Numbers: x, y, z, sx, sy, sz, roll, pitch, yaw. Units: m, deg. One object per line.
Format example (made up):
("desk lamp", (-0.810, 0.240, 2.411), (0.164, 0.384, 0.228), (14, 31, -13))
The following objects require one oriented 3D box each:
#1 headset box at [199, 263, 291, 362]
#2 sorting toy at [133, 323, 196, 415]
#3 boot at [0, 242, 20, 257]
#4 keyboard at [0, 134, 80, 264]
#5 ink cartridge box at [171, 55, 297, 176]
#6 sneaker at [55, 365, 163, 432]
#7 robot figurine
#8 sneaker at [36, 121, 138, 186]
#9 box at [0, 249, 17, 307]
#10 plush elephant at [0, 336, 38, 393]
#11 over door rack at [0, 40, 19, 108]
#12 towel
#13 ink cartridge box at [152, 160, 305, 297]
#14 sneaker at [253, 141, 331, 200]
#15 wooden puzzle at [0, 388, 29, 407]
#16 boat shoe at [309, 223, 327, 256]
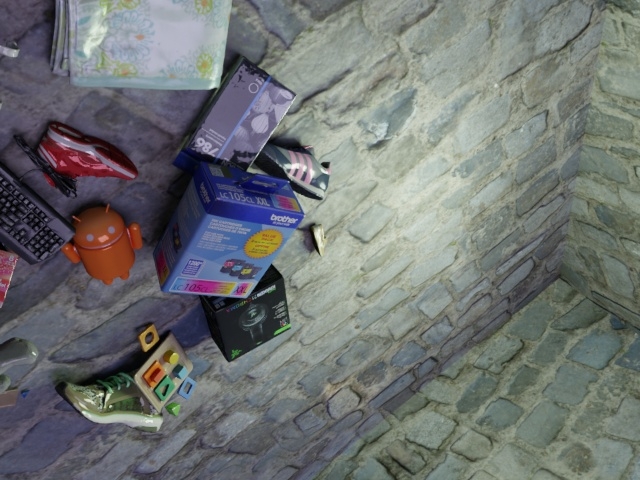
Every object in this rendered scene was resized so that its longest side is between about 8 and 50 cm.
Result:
("headset box", (-0.240, 0.228, 1.876), (0.246, 0.131, 0.283), (-26, 138, -22))
("sorting toy", (-0.476, 0.411, 1.800), (0.196, 0.047, 0.348), (-57, 142, -37))
("boot", (-0.696, -0.067, 1.273), (0.106, 0.082, 0.219), (-48, 139, -43))
("keyboard", (-0.639, -0.112, 1.202), (0.201, 0.033, 0.317), (-48, 121, -13))
("ink cartridge box", (-0.219, -0.278, 1.461), (0.165, 0.065, 0.333), (29, 103, -25))
("sneaker", (-0.613, 0.452, 1.758), (0.410, 0.158, 0.182), (40, 73, -54))
("robot figurine", (-0.534, 0.010, 1.421), (0.128, 0.158, 0.220), (-70, 164, -46))
("sneaker", (-0.538, -0.168, 1.315), (0.221, 0.087, 0.128), (30, 109, -39))
("box", (-0.780, 0.053, 1.175), (0.256, 0.128, 0.123), (25, 66, -40))
("plush elephant", (-0.857, 0.293, 1.304), (0.272, 0.255, 0.330), (44, 50, -14))
("over door rack", (-0.730, -0.300, 1.004), (0.324, 0.108, 0.240), (16, 110, -34))
("towel", (-0.355, -0.476, 1.191), (0.374, 0.090, 0.321), (-10, 130, -37))
("ink cartridge box", (-0.229, -0.037, 1.489), (0.269, 0.151, 0.395), (8, 129, -39))
("sneaker", (-0.085, -0.234, 1.659), (0.319, 0.112, 0.131), (33, 75, -49))
("wooden puzzle", (-0.867, 0.433, 1.581), (0.116, 0.014, 0.079), (10, 120, -46))
("boat shoe", (0.000, 0.000, 1.958), (0.045, 0.050, 0.135), (-28, 138, -14))
